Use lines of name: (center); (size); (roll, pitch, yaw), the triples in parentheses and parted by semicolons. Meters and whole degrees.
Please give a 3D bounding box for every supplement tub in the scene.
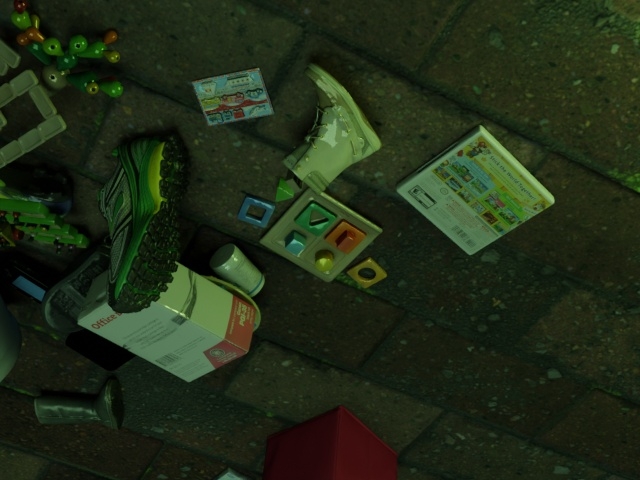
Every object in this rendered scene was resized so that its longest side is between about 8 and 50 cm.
supplement tub: (-0.172, 0.065, 1.795); (0.071, 0.071, 0.107); (-25, 125, 24)

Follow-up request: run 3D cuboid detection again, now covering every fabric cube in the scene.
fabric cube: (0.023, 0.613, 2.137); (0.254, 0.258, 0.259); (-29, 124, 27)

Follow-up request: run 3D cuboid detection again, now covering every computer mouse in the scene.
computer mouse: (-0.461, 0.083, 1.796); (0.272, 0.072, 0.188); (-38, 120, -5)

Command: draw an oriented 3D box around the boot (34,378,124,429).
boot: (-0.601, 0.401, 2.134); (0.208, 0.076, 0.189); (11, 129, 4)

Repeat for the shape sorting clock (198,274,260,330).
shape sorting clock: (-0.225, 0.138, 1.831); (0.206, 0.040, 0.206); (11, 145, 8)

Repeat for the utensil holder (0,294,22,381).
utensil holder: (-0.822, 0.109, 1.726); (0.328, 0.327, 0.385); (-3, 128, 7)

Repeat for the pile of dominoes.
pile of dominoes: (-0.574, -0.244, 1.543); (0.251, 0.040, 0.196); (-21, 104, 32)

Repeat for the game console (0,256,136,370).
game console: (-0.557, 0.158, 1.908); (0.361, 0.044, 0.213); (37, 135, -19)

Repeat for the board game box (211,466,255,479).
board game box: (-0.240, 0.664, 2.360); (0.090, 0.020, 0.090); (33, 126, -22)

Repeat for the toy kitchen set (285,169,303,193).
toy kitchen set: (-0.009, -0.124, 1.610); (0.083, 0.075, 0.068); (-19, 128, 25)

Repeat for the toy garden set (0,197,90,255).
toy garden set: (-0.594, -0.023, 1.683); (0.204, 0.049, 0.244); (6, 165, 9)

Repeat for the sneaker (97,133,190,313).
sneaker: (-0.336, -0.029, 1.573); (0.146, 0.343, 0.134); (-2, 155, 19)

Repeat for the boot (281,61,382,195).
boot: (-0.006, -0.192, 1.515); (0.165, 0.077, 0.213); (-39, 126, 2)

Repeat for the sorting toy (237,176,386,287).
sorting toy: (0.000, 0.000, 1.738); (0.348, 0.047, 0.196); (31, 127, -21)

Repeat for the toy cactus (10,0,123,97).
toy cactus: (-0.442, -0.313, 1.483); (0.219, 0.112, 0.180); (28, 146, -22)

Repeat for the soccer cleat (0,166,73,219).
soccer cleat: (-0.626, -0.103, 1.672); (0.289, 0.093, 0.121); (16, 137, -9)

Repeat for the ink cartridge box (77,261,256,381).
ink cartridge box: (-0.304, 0.150, 1.721); (0.283, 0.117, 0.207); (35, 136, -29)

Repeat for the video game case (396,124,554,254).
video game case: (0.295, -0.090, 1.650); (0.227, 0.026, 0.206); (39, 124, -25)

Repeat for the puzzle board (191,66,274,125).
puzzle board: (-0.157, -0.256, 1.550); (0.128, 0.011, 0.096); (-9, 130, 12)
